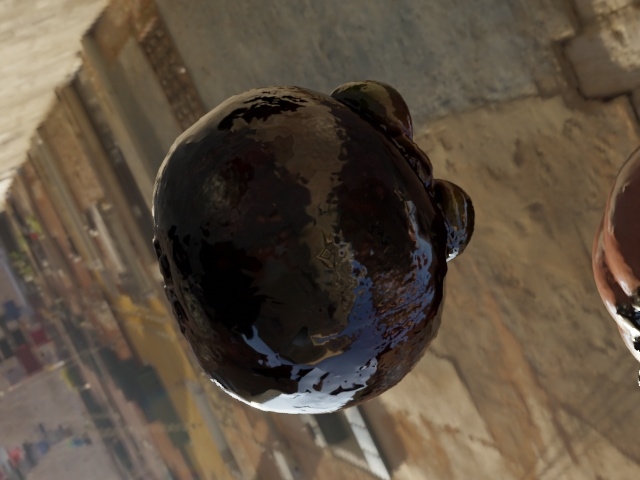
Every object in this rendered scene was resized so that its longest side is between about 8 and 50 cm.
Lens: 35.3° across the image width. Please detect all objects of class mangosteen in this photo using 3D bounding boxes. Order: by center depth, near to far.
[{"bbox_3d":[0.000,0.000,0.450,0.152,0.153,0.152,-25,-174,3],"label":"mangosteen"}]

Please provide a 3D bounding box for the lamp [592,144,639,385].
[{"bbox_3d":[0.351,0.044,0.777,0.240,0.305,0.305,-50,-163,-24],"label":"lamp"}]
